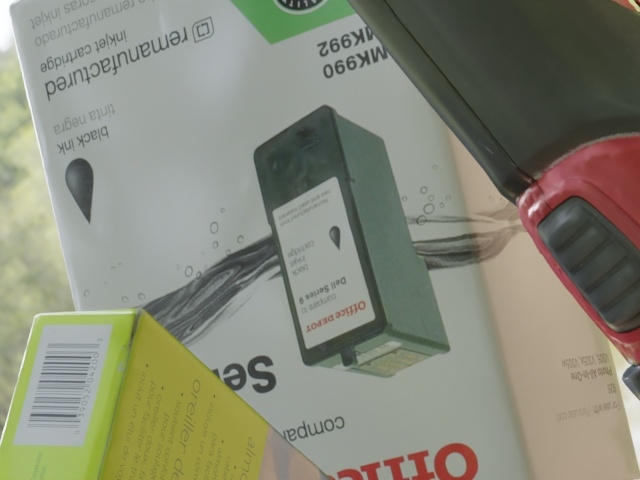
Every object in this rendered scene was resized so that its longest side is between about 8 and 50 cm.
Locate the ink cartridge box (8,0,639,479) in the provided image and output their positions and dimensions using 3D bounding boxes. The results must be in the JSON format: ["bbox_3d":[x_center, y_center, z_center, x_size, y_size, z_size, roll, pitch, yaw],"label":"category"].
[{"bbox_3d":[0.000,0.000,0.864,0.211,0.289,0.121,-18,-9,29],"label":"ink cartridge box"}]

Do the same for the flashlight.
[{"bbox_3d":[0.055,-0.078,0.513,0.103,0.304,0.103,-38,-5,9],"label":"flashlight"}]

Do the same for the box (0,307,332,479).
[{"bbox_3d":[-0.040,0.107,0.594,0.042,0.178,0.109,-2,61,27],"label":"box"}]
